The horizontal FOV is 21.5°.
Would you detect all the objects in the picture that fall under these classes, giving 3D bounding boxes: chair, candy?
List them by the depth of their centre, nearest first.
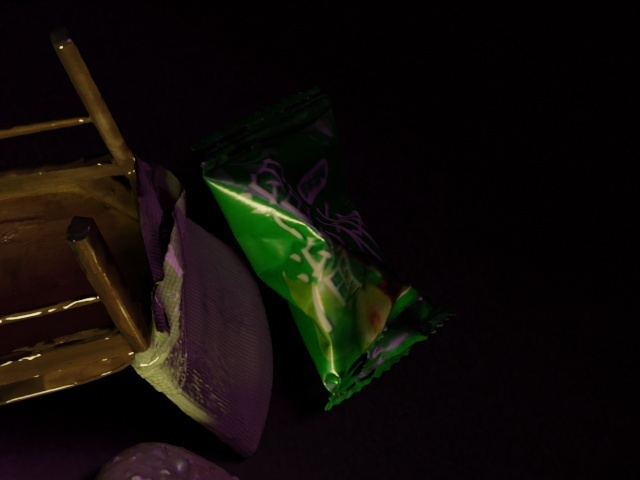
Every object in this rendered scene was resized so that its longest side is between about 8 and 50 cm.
[{"bbox_3d":[-0.157,0.024,1.012,0.186,0.319,0.160,-12,63,8],"label":"chair"},{"bbox_3d":[-0.004,0.002,1.157,0.203,0.078,0.141,62,30,-6],"label":"candy"}]

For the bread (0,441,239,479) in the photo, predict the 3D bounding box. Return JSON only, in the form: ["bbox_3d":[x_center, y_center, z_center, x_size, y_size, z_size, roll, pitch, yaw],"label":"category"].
[{"bbox_3d":[-0.120,0.204,0.979,0.232,0.064,0.172,-5,67,-35],"label":"bread"}]
